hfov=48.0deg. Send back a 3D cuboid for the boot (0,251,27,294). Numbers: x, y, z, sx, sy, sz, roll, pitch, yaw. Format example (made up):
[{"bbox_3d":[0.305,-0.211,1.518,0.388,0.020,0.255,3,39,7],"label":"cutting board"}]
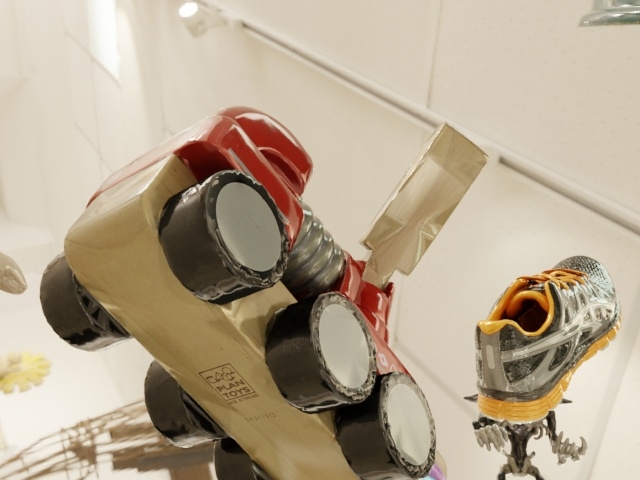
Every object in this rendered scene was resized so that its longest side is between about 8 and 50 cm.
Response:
[{"bbox_3d":[-0.390,0.022,0.833,0.118,0.042,0.087,42,-18,-16],"label":"boot"}]

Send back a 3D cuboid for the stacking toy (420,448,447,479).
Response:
[{"bbox_3d":[0.117,0.388,0.864,0.330,0.141,0.141,-100,-171,-67],"label":"stacking toy"}]

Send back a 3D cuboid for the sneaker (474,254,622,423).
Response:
[{"bbox_3d":[0.193,0.061,0.605,0.084,0.215,0.083,-2,-65,38],"label":"sneaker"}]

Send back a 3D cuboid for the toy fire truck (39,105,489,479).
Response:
[{"bbox_3d":[0.000,0.000,0.436,0.159,0.246,0.217,-23,-63,30],"label":"toy fire truck"}]

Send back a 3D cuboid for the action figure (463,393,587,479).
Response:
[{"bbox_3d":[0.296,0.300,1.037,0.141,0.164,0.275,86,5,-70],"label":"action figure"}]

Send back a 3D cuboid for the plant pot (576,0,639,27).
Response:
[{"bbox_3d":[0.386,-0.338,0.542,0.341,0.341,0.333,24,-61,57],"label":"plant pot"}]
